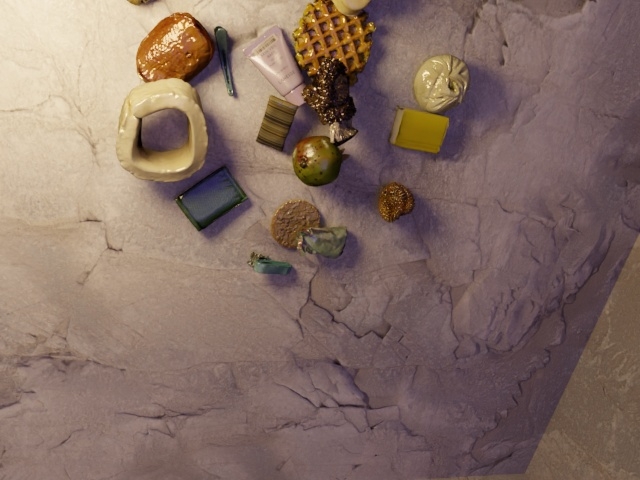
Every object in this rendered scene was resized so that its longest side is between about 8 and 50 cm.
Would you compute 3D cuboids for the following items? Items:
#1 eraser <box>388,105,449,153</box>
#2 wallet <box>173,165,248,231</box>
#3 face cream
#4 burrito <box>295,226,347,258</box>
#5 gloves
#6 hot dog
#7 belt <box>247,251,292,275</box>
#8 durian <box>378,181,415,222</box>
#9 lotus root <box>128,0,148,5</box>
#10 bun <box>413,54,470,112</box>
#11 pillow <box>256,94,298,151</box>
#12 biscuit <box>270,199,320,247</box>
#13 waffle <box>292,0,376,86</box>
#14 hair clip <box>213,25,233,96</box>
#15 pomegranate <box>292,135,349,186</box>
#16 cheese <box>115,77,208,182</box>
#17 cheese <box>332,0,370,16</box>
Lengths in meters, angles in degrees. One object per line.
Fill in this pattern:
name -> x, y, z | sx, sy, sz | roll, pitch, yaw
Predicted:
eraser -> 0.402, -0.448, 1.963 | 0.225, 0.069, 0.158 | 5, 112, -18
wallet -> -0.418, -0.161, 1.849 | 0.236, 0.055, 0.160 | -36, 115, -7
face cream -> -0.138, -0.608, 1.729 | 0.154, 0.096, 0.274 | -34, 107, 10
burrito -> 0.000, 0.000, 2.003 | 0.228, 0.089, 0.144 | 6, 106, -35
gloves -> 0.044, -0.494, 1.724 | 0.210, 0.135, 0.313 | -31, 120, -41
hot dog -> -0.484, -0.619, 1.597 | 0.272, 0.122, 0.196 | -35, 118, 18
belt -> -0.208, 0.105, 2.024 | 0.179, 0.100, 0.065 | 11, 108, -37
durian -> 0.319, -0.163, 2.032 | 0.158, 0.136, 0.168 | -15, 104, -32
lotus root -> -0.598, -0.829, 1.489 | 0.113, 0.088, 0.192 | -31, 118, 5
bun -> 0.484, -0.609, 1.882 | 0.229, 0.145, 0.230 | -8, 118, -15
pillow -> -0.162, -0.431, 1.780 | 0.113, 0.038, 0.204 | 21, 129, -8
biscuit -> -0.103, -0.068, 1.993 | 0.219, 0.033, 0.220 | -8, 117, -16
waffle -> 0.045, -0.714, 1.743 | 0.301, 0.068, 0.325 | 16, 106, -22
hair clip -> -0.330, -0.622, 1.683 | 0.039, 0.070, 0.230 | -15, 123, -14
pomegranate -> 0.012, -0.313, 1.840 | 0.245, 0.198, 0.199 | -23, 117, -17
cheese -> -0.530, -0.369, 1.622 | 0.292, 0.153, 0.333 | 1, 127, -22
cheese -> 0.118, -0.945, 1.611 | 0.383, 0.104, 0.385 | -4, 102, -17
